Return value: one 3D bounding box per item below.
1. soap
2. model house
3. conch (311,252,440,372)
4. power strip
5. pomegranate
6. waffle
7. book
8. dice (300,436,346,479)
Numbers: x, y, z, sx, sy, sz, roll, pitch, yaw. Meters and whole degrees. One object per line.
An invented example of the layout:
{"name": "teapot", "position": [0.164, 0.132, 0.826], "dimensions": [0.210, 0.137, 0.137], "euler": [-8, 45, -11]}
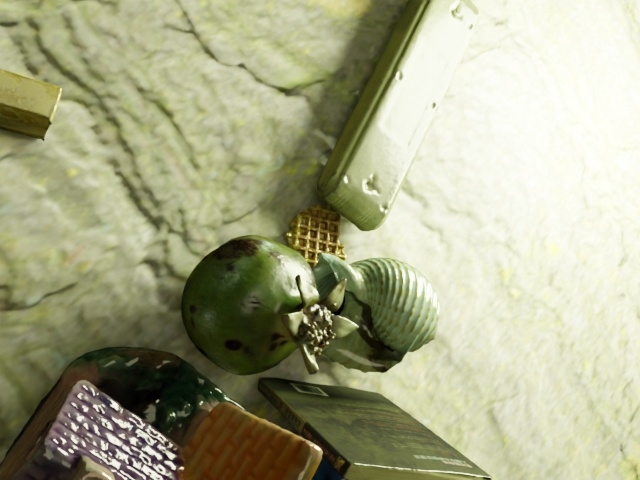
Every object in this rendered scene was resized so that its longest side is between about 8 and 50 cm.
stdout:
{"name": "soap", "position": [-0.365, -0.145, 0.638], "dimensions": [0.252, 0.092, 0.037], "euler": [13, 78, -25]}
{"name": "model house", "position": [-0.129, 0.205, 0.624], "dimensions": [0.237, 0.237, 0.202], "euler": [45, 67, -14]}
{"name": "conch", "position": [0.057, 0.082, 0.816], "dimensions": [0.153, 0.102, 0.135], "euler": [24, 81, 12]}
{"name": "power strip", "position": [0.106, -0.192, 0.905], "dimensions": [0.092, 0.066, 0.387], "euler": [37, 68, -27]}
{"name": "pomegranate", "position": [-0.057, 0.062, 0.723], "dimensions": [0.148, 0.169, 0.148], "euler": [16, 69, -47]}
{"name": "waffle", "position": [-0.001, 0.002, 0.846], "dimensions": [0.078, 0.016, 0.085], "euler": [-23, 92, -27]}
{"name": "book", "position": [0.045, 0.190, 0.724], "dimensions": [0.160, 0.228, 0.024], "euler": [15, 93, -25]}
{"name": "dice", "position": [0.025, 0.283, 0.746], "dimensions": [0.147, 0.146, 0.143], "euler": [18, 77, -20]}
